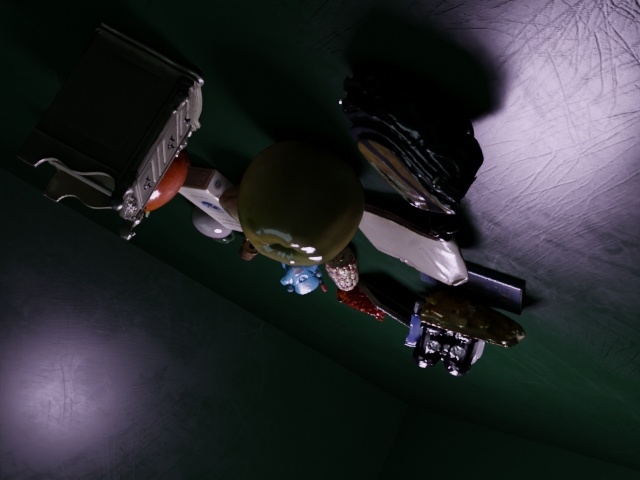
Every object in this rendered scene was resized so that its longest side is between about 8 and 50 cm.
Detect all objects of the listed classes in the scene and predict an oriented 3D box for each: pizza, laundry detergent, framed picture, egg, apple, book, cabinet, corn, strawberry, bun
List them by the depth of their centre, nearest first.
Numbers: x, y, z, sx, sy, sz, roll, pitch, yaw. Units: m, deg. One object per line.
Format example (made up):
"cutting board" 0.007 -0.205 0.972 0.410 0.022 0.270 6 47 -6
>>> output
"cabinet" -0.413 -0.208 1.509 0.228 0.317 0.290 27 164 -4
"apple" -0.038 -0.076 1.518 0.263 0.262 0.262 24 164 7
"apple" -0.453 -0.188 1.787 0.272 0.206 0.252 32 -179 37
"book" 0.367 0.101 1.816 0.269 0.025 0.191 20 163 21
"bun" -0.151 -0.075 1.896 0.210 0.116 0.237 34 -174 -41
"pizza" 0.396 0.196 1.919 0.258 0.087 0.268 18 -176 10
"corn" 0.068 0.085 2.114 0.092 0.092 0.280 22 165 16
"egg" -0.325 -0.063 2.230 0.135 0.103 0.103 31 164 -25
"framed picture" 0.243 0.219 2.253 0.293 0.018 0.231 34 -173 -25
"strawberry" 0.138 0.184 2.336 0.188 0.082 0.121 25 -175 36
"laundry detergent" -0.332 -0.037 2.404 0.137 0.062 0.211 13 161 20

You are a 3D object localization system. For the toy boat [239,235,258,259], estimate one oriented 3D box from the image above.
"toy boat" -0.224 0.017 2.360 0.068 0.088 0.226 28 163 -8

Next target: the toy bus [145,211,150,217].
"toy bus" -0.612 -0.190 2.233 0.262 0.128 0.150 28 164 -10

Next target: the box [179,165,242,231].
"box" -0.276 -0.112 2.062 0.164 0.069 0.256 11 159 42

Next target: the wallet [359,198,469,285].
"wallet" 0.202 -0.006 1.651 0.335 0.068 0.274 22 158 39

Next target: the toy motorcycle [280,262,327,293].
"toy motorcycle" -0.064 0.079 2.203 0.182 0.124 0.272 62 -178 13

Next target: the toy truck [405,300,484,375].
"toy truck" 0.355 0.263 2.088 0.213 0.177 0.161 13 121 5

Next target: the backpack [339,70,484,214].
"backpack" 0.133 -0.165 1.167 0.258 0.133 0.206 38 170 -17
